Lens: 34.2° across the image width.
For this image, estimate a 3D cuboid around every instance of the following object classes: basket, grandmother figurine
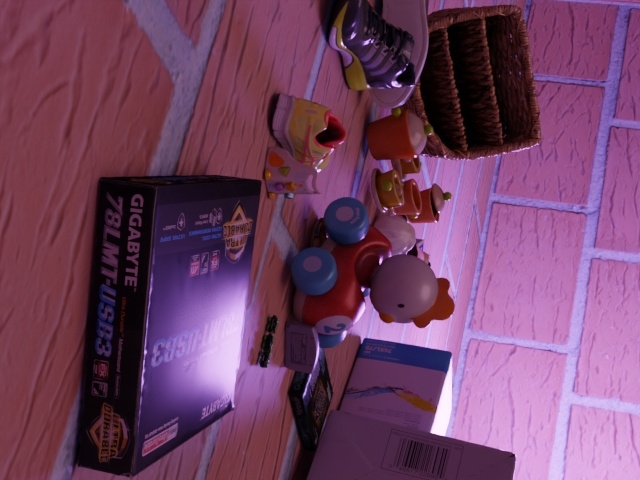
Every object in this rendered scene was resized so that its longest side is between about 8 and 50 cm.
[{"bbox_3d":[0.286,-0.314,2.109,0.213,0.223,0.299,-20,110,-27],"label":"basket"},{"bbox_3d":[0.181,0.032,2.308,0.342,0.104,0.207,52,21,-65],"label":"grandmother figurine"}]

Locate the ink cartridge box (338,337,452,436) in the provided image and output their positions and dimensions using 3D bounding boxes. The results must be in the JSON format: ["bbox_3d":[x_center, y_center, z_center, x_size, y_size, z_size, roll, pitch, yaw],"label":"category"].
[{"bbox_3d":[0.154,0.378,2.176,0.270,0.197,0.198,-67,159,-44],"label":"ink cartridge box"}]

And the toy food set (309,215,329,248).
[{"bbox_3d":[0.000,0.000,1.764,0.083,0.020,0.082,44,56,-71],"label":"toy food set"}]

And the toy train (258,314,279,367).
[{"bbox_3d":[-0.078,0.154,1.572,0.023,0.017,0.083,85,17,-72],"label":"toy train"}]

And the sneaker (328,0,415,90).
[{"bbox_3d":[0.092,-0.340,1.732,0.300,0.121,0.111,50,50,-70],"label":"sneaker"}]

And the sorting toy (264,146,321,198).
[{"bbox_3d":[-0.037,-0.087,1.485,0.083,0.075,0.045,79,24,-49],"label":"sorting toy"}]

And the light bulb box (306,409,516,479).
[{"bbox_3d":[0.155,0.540,1.932,0.361,0.358,0.225,90,17,-47],"label":"light bulb box"}]

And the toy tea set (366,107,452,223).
[{"bbox_3d":[0.196,-0.138,2.080,0.336,0.124,0.200,22,59,-68],"label":"toy tea set"}]

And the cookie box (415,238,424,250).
[{"bbox_3d":[0.221,0.053,2.545,0.092,0.040,0.107,-25,121,-70],"label":"cookie box"}]

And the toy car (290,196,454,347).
[{"bbox_3d":[0.097,0.086,1.694,0.210,0.238,0.219,-57,156,-26],"label":"toy car"}]

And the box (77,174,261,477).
[{"bbox_3d":[-0.158,0.076,1.148,0.295,0.073,0.293,-13,109,-73],"label":"box"}]

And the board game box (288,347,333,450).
[{"bbox_3d":[-0.014,0.270,1.839,0.186,0.026,0.126,80,23,-48],"label":"board game box"}]

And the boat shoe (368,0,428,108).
[{"bbox_3d":[0.156,-0.388,1.958,0.099,0.116,0.319,41,53,-67],"label":"boat shoe"}]

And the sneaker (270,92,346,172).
[{"bbox_3d":[-0.005,-0.147,1.533,0.208,0.094,0.081,49,49,-72],"label":"sneaker"}]

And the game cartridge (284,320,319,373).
[{"bbox_3d":[-0.030,0.173,1.678,0.017,0.056,0.083,-38,135,-58],"label":"game cartridge"}]

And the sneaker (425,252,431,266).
[{"bbox_3d":[0.247,0.067,2.505,0.032,0.037,0.083,-58,152,-51],"label":"sneaker"}]
